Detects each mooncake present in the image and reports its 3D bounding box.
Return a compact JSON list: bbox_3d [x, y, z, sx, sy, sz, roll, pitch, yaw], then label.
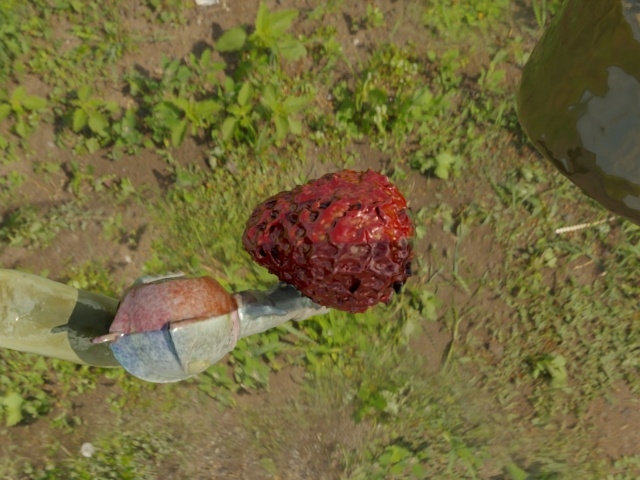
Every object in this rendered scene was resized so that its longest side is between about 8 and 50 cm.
[{"bbox_3d":[0.464,-0.169,0.888,0.394,0.246,0.393,-22,60,-38],"label":"mooncake"}]

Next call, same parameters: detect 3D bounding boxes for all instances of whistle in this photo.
[{"bbox_3d":[-0.127,0.093,0.963,0.346,0.142,0.133,-10,67,-41],"label":"whistle"}]

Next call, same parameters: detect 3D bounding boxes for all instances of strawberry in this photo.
[{"bbox_3d":[0.000,0.000,0.953,0.236,0.111,0.190,5,93,16],"label":"strawberry"}]

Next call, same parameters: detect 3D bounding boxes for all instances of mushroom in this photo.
[{"bbox_3d":[-0.313,0.113,1.005,0.081,0.312,0.100,-10,68,43],"label":"mushroom"}]
